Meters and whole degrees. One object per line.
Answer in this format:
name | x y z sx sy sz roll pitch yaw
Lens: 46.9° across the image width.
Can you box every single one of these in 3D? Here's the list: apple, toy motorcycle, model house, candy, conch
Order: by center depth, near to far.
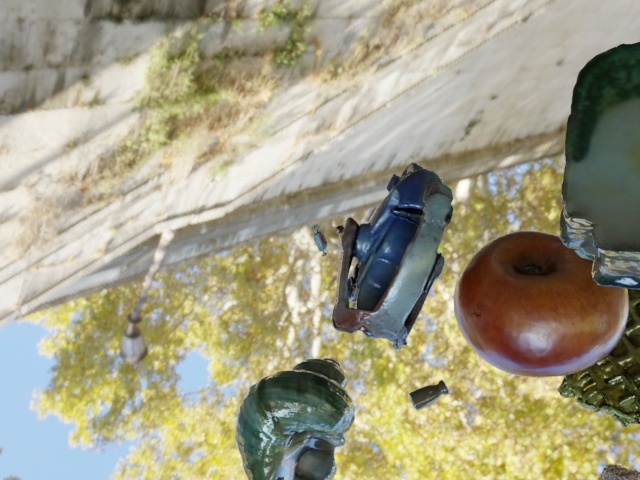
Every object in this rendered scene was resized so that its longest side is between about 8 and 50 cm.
model house | 0.429 -0.051 0.829 0.298 0.284 0.244 2 -111 21
apple | 0.356 0.101 1.210 0.271 0.207 0.251 19 -142 37
toy motorcycle | 0.146 0.021 1.223 0.182 0.319 0.241 21 176 -38
conch | -0.035 0.309 1.251 0.220 0.195 0.277 45 -127 -25
candy | 0.001 0.000 1.833 0.020 0.030 0.083 -25 -83 -44

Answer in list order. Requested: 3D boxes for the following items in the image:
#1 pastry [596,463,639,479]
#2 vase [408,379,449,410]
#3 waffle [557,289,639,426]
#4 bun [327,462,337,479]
pastry | 0.771 0.680 1.953 0.102 0.265 0.112 11 -149 0
vase | 0.291 0.412 1.973 0.100 0.053 0.053 -24 -127 -5
waffle | 0.624 0.220 1.461 0.317 0.297 0.073 13 159 39
bun | -0.050 0.488 1.629 0.166 0.173 0.113 41 -105 17
